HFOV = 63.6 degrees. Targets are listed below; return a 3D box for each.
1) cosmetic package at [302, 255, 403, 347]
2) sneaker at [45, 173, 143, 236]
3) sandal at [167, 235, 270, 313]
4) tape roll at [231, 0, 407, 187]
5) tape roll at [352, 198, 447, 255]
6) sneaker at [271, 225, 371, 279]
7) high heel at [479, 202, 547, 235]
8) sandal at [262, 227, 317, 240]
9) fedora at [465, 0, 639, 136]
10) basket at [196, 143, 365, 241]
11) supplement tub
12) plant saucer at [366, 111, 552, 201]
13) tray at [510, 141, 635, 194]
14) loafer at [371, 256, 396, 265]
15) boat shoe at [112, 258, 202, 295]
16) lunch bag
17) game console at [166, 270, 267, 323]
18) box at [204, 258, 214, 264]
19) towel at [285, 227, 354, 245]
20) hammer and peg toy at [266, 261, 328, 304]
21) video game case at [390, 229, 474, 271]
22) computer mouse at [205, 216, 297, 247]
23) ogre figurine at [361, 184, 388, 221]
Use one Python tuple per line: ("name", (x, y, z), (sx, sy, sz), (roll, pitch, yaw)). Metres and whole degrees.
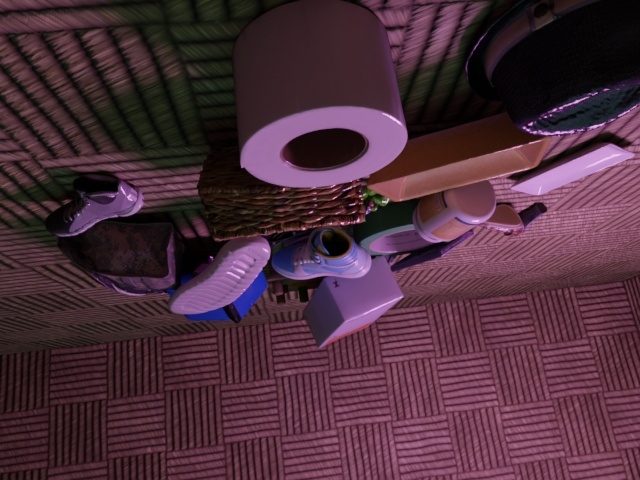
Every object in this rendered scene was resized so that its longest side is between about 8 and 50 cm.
("cosmetic package", (0.099, 0.232, 1.846), (0.230, 0.162, 0.453), (-20, 163, -18))
("sneaker", (-0.509, -0.087, 1.100), (0.228, 0.086, 0.132), (-19, 157, 3))
("sandal", (-0.273, 0.087, 1.413), (0.169, 0.102, 0.416), (19, 138, -39))
("tape roll", (-0.004, -0.204, 0.768), (0.245, 0.169, 0.246), (-6, 163, -2))
("tape roll", (0.262, -0.032, 1.591), (0.321, 0.077, 0.321), (-7, 162, -2))
("sneaker", (-0.026, 0.027, 1.513), (0.318, 0.127, 0.208), (-4, 156, 20))
("high heel", (0.572, -0.041, 1.651), (0.261, 0.093, 0.186), (-10, 159, -23))
("sandal", (-0.137, -0.022, 1.516), (0.254, 0.055, 0.097), (-12, 172, -17))
("fedora", (0.400, -0.260, 0.788), (0.333, 0.153, 0.334), (-7, 163, -2))
("basket", (-0.064, -0.061, 0.998), (0.298, 0.214, 0.223), (-7, 125, 0))
("supplement tub", (0.341, -0.083, 1.344), (0.144, 0.145, 0.199), (-1, 162, -21))
("plant saucer", (0.279, -0.169, 1.069), (0.332, 0.081, 0.333), (-14, 175, 18))
("tray", (0.641, -0.187, 1.332), (0.145, 0.030, 0.270), (7, 158, -37))
("loafer", (0.217, 0.058, 1.874), (0.084, 0.096, 0.267), (14, 154, -2))
("boat shoe", (-0.496, 0.105, 1.627), (0.113, 0.127, 0.340), (-20, 160, 32))
("lunch bag", (-0.524, 0.047, 1.369), (0.286, 0.169, 0.235), (3, 165, -7))
("game console", (-0.333, 0.127, 1.646), (0.173, 0.250, 0.293), (26, 152, 26))
("box", (-0.385, 0.161, 1.853), (0.128, 0.123, 0.256), (6, 158, -36))
("towel", (0.000, 0.000, 1.671), (0.144, 0.029, 0.197), (-22, 155, 38))
("hammer and peg toy", (-0.124, 0.160, 1.953), (0.361, 0.128, 0.266), (-6, 163, -4))
("video game case", (0.383, 0.033, 1.755), (0.196, 0.026, 0.274), (-22, 180, 40))
("computer mouse", (-0.165, -0.038, 1.351), (0.184, 0.060, 0.262), (-31, 143, 8))
("ogre figurine", (0.101, -0.096, 1.291), (0.118, 0.097, 0.197), (-10, 178, -32))
